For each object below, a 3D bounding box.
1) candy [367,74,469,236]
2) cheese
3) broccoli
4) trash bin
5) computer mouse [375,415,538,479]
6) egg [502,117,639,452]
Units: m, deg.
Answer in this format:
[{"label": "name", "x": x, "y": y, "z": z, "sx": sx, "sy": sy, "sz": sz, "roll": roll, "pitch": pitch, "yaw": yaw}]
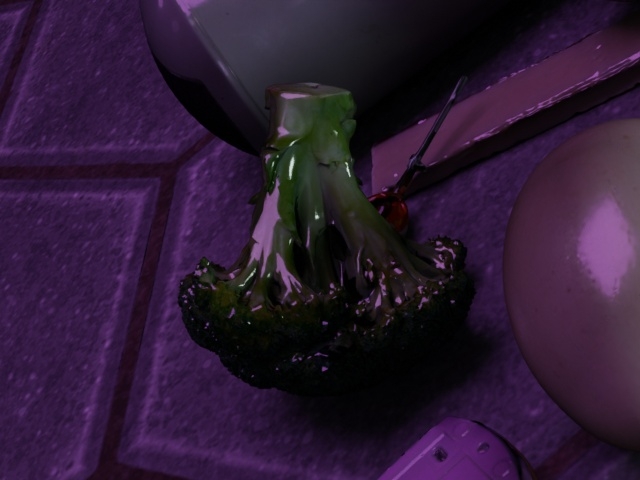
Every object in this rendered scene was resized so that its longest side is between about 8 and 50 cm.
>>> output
[{"label": "candy", "x": 0.090, "y": -0.074, "z": 1.463, "sx": 0.055, "sy": 0.049, "sz": 0.184, "roll": 29, "pitch": 88, "yaw": 32}, {"label": "cheese", "x": 0.217, "y": -0.140, "z": 1.459, "sx": 0.400, "sy": 0.034, "sz": 0.085, "roll": -27, "pitch": 38, "yaw": 22}, {"label": "broccoli", "x": 0.000, "y": 0.000, "z": 1.321, "sx": 0.254, "sy": 0.269, "sz": 0.269, "roll": -7, "pitch": 29, "yaw": -14}, {"label": "trash bin", "x": 0.024, "y": -0.276, "z": 1.610, "sx": 0.432, "sy": 0.280, "sz": 0.280, "roll": -34, "pitch": 32, "yaw": 6}, {"label": "computer mouse", "x": 0.031, "y": 0.259, "z": 1.124, "sx": 0.310, "sy": 0.072, "sz": 0.158, "roll": -43, "pitch": 30, "yaw": -3}, {"label": "egg", "x": 0.221, "y": 0.030, "z": 1.092, "sx": 0.188, "sy": 0.188, "sz": 0.253, "roll": -24, "pitch": 42, "yaw": 26}]
